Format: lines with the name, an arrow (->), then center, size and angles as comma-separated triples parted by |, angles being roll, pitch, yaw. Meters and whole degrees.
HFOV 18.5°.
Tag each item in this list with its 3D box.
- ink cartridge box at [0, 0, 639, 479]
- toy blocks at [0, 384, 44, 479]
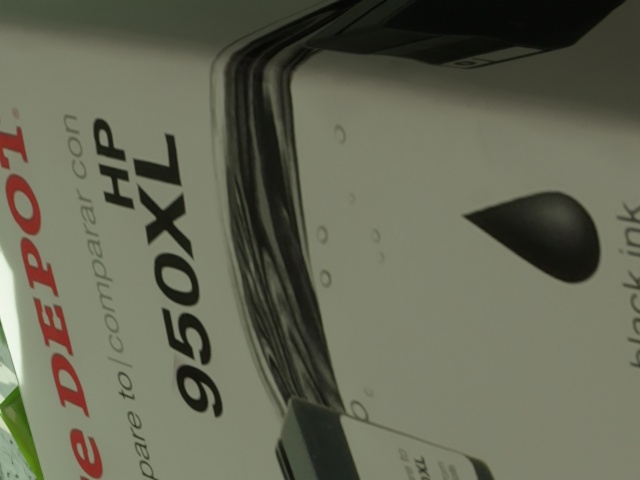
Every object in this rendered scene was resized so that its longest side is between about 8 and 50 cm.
ink cartridge box -> 0.082, 0.055, 0.589 | 0.395, 0.166, 0.285 | 14, 123, 45
toy blocks -> 0.000, 0.000, 0.861 | 0.261, 0.191, 0.381 | -13, 113, 34
